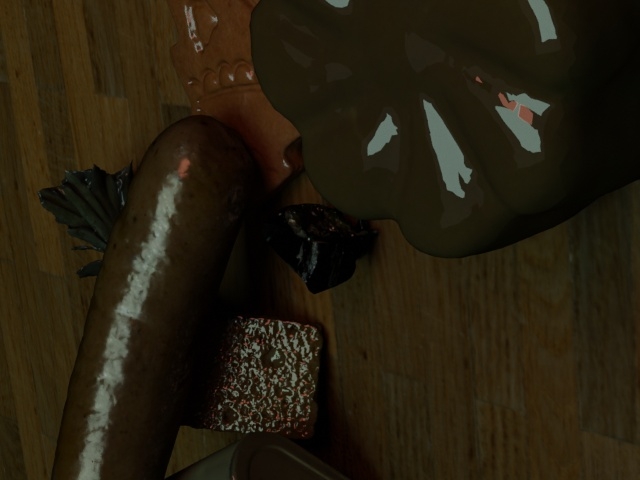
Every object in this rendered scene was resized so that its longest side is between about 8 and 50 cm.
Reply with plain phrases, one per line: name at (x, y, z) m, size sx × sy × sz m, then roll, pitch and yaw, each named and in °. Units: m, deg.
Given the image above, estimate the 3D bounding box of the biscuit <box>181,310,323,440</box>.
biscuit at (-0.111, 0.138, 1.599) m, size 0.231 × 0.025 × 0.131 m, roll 7°, pitch 94°, yaw 10°

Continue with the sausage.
sausage at (-0.180, 0.114, 1.534) m, size 0.136 × 0.123 × 0.501 m, roll 26°, pitch 101°, yaw 49°

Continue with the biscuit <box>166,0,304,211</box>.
biscuit at (-0.075, -0.166, 1.521) m, size 0.284 × 0.043 × 0.306 m, roll 25°, pitch 123°, yaw 40°

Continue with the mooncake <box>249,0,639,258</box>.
mooncake at (0.109, -0.173, 1.189) m, size 0.378 × 0.201 × 0.378 m, roll 23°, pitch 123°, yaw 42°

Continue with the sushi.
sushi at (0.000, 0.000, 1.474) m, size 0.083 × 0.084 × 0.056 m, roll 32°, pitch 126°, yaw 36°

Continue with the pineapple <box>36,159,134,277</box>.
pineapple at (-0.206, 0.045, 1.688) m, size 0.130 × 0.119 × 0.277 m, roll -30°, pitch 86°, yaw 33°

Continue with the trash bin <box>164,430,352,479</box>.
trash bin at (-0.065, 0.316, 1.602) m, size 0.243 × 0.121 × 0.247 m, roll 34°, pitch 139°, yaw -17°
